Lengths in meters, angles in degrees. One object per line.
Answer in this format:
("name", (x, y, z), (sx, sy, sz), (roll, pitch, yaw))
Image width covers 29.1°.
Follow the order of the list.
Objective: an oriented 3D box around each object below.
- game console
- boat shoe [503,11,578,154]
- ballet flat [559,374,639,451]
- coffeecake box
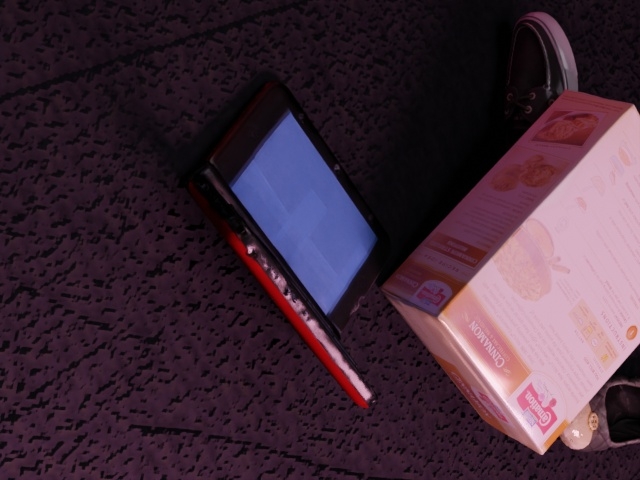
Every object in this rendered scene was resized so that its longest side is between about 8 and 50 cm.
("game console", (0.000, 0.000, 0.686), (0.085, 0.124, 0.144), (-39, 119, -4))
("boat shoe", (0.145, -0.082, 0.835), (0.040, 0.049, 0.142), (-16, 105, -40))
("ballet flat", (0.236, 0.127, 0.924), (0.173, 0.049, 0.058), (1, 90, -42))
("coffeecake box", (0.151, 0.020, 0.800), (0.185, 0.068, 0.142), (-46, 122, -12))
